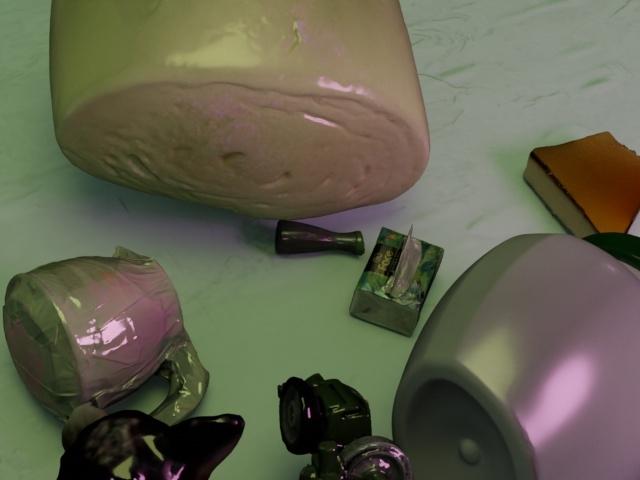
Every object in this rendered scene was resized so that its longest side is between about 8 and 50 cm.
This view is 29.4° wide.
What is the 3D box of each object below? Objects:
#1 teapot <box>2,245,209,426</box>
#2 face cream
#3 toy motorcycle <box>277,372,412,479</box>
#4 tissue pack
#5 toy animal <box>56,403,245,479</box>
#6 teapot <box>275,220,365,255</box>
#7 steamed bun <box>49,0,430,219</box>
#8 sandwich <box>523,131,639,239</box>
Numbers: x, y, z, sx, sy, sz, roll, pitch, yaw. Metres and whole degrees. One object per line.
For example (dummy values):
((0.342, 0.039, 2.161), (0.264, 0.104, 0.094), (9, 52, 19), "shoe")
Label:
((-0.221, 0.109, 1.317), (0.178, 0.163, 0.221), (-22, 55, -34), "teapot")
((0.241, 0.146, 1.265), (0.219, 0.313, 0.357), (-1, 19, 42), "face cream")
((0.016, 0.267, 1.196), (0.127, 0.275, 0.205), (-6, 17, -15), "toy motorcycle")
((0.094, 0.041, 1.472), (0.085, 0.079, 0.111), (20, 49, 8), "tissue pack")
((-0.138, 0.275, 1.090), (0.194, 0.303, 0.344), (-20, 55, -27), "toy animal")
((0.000, 0.000, 1.524), (0.110, 0.043, 0.043), (6, 48, -9), "teapot")
((-0.094, -0.230, 1.484), (0.455, 0.290, 0.371), (3, 51, -17), "steamed bun")
((0.385, -0.059, 1.616), (0.162, 0.058, 0.193), (-15, 50, -21), "sandwich")
